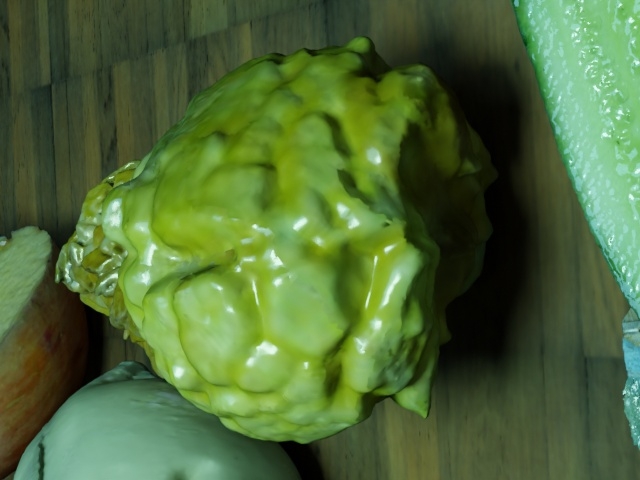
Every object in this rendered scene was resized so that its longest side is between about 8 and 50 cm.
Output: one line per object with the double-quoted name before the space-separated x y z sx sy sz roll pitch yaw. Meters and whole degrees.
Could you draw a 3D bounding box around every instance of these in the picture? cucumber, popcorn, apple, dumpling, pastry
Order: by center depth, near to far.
"cucumber" 0.183 -0.039 0.751 0.115 0.063 0.244 -28 68 45
"popcorn" -0.001 0.007 0.902 0.249 0.249 0.225 27 151 53
"dumpling" -0.139 0.260 1.121 0.395 0.233 0.316 48 122 56
"pastry" -0.092 0.025 1.129 0.154 0.102 0.250 -48 43 -11
"apple" -0.319 0.124 1.430 0.251 0.163 0.293 -52 34 -17

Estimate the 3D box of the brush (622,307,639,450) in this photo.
"brush" 0.181 0.016 0.797 0.070 0.021 0.196 -15 79 55
